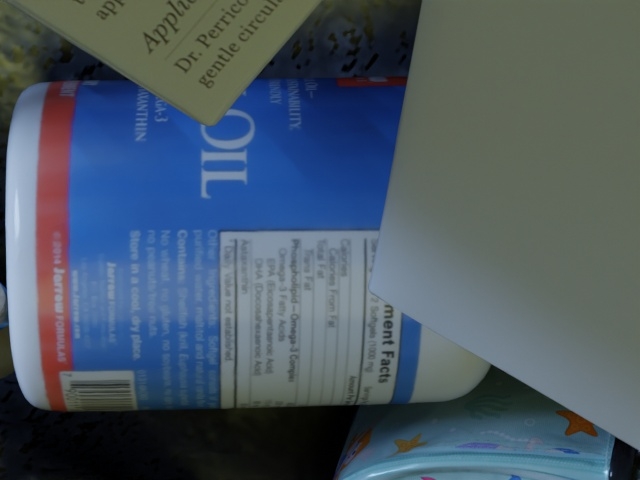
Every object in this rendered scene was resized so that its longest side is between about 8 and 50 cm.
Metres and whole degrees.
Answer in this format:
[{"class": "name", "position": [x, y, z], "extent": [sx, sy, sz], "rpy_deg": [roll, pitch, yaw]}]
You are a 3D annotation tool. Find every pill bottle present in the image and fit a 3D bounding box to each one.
[{"class": "pill bottle", "position": [0.000, 0.000, 0.605], "extent": [0.221, 0.124, 0.124], "rpy_deg": [-1, 124, -4]}]

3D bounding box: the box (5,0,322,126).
[{"class": "box", "position": [-0.026, -0.164, 0.457], "extent": [0.119, 0.182, 0.181], "rpy_deg": [32, 117, -24]}]

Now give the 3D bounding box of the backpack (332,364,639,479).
[{"class": "backpack", "position": [0.116, 0.157, 0.664], "extent": [0.253, 0.191, 0.225], "rpy_deg": [10, 125, 17]}]

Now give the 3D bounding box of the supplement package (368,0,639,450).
[{"class": "supplement package", "position": [0.146, -0.053, 0.493], "extent": [0.134, 0.244, 0.139], "rpy_deg": [30, 128, 28]}]

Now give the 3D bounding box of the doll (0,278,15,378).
[{"class": "doll", "position": [-0.152, -0.010, 0.598], "extent": [0.046, 0.129, 0.189], "rpy_deg": [-39, 140, -21]}]
